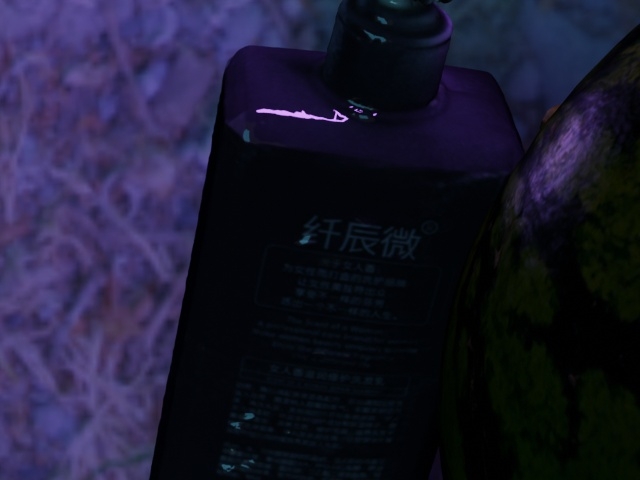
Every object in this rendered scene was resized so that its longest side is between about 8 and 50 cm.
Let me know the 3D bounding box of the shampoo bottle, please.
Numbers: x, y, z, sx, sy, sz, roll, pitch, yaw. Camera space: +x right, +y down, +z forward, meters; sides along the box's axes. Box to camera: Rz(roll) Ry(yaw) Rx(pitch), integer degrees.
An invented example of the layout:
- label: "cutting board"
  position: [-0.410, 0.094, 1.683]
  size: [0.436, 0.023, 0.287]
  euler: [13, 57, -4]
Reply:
- label: "shampoo bottle"
  position: [0.003, 0.019, 0.636]
  size: [0.098, 0.071, 0.309]
  euler: [8, 126, -8]

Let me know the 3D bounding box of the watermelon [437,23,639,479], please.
- label: "watermelon"
  position: [0.172, 0.051, 0.531]
  size: [0.285, 0.285, 0.285]
  euler: [0, 89, 24]
